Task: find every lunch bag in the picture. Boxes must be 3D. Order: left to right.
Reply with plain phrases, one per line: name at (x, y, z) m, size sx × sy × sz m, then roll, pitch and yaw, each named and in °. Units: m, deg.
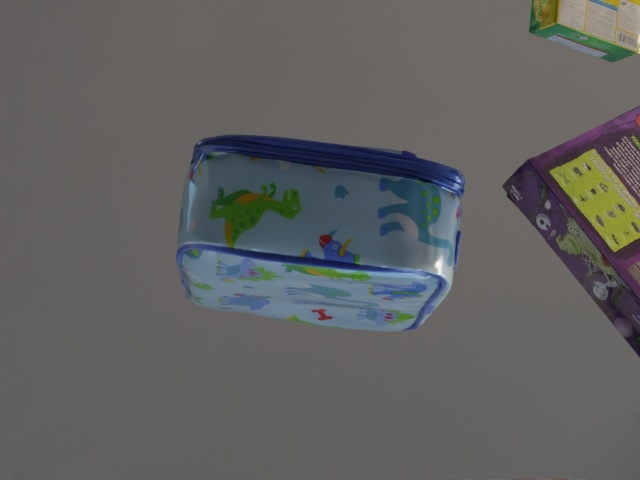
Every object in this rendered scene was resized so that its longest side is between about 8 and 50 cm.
lunch bag at (0.000, 0.000, 0.967) m, size 0.176 × 0.219 × 0.090 m, roll 8°, pitch -102°, yaw 0°

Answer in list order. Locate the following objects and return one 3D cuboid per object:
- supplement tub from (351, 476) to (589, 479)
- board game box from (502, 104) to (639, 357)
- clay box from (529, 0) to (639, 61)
supplement tub at (0.134, 0.277, 1.158) m, size 0.272 × 0.191 × 0.191 m, roll 2°, pitch -129°, yaw -18°
board game box at (0.334, 0.045, 1.354) m, size 0.208 × 0.056 × 0.347 m, roll -26°, pitch -107°, yaw -41°
clay box at (0.309, -0.327, 1.728) m, size 0.127 × 0.053 × 0.222 m, roll 15°, pitch -105°, yaw -29°
